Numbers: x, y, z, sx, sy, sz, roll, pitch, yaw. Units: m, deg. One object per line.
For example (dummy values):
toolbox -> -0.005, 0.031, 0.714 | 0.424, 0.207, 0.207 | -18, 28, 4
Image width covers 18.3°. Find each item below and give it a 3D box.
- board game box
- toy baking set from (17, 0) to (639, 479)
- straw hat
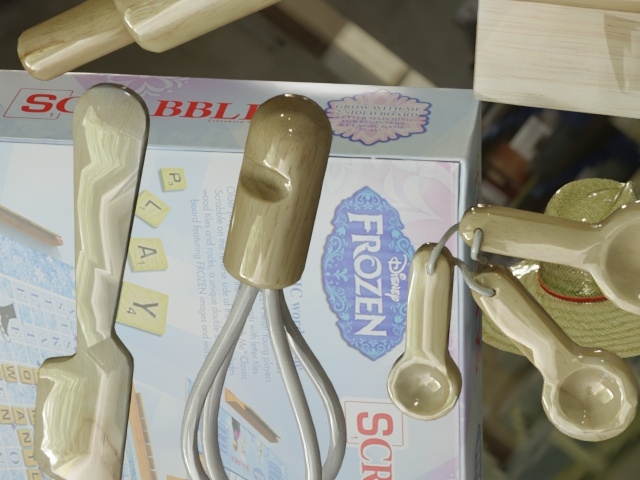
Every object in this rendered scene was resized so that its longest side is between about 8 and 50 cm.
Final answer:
board game box -> -0.084, 0.076, 0.910 | 0.066, 0.318, 0.318 | -71, -18, -56
toy baking set -> -0.001, -0.007, 0.601 | 0.256, 0.196, 0.030 | -17, 16, 19
straw hat -> 0.139, 0.002, 0.984 | 0.144, 0.144, 0.061 | -50, -44, -59
